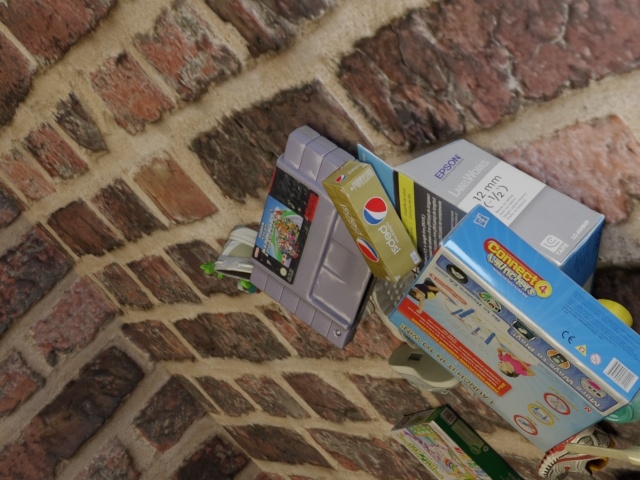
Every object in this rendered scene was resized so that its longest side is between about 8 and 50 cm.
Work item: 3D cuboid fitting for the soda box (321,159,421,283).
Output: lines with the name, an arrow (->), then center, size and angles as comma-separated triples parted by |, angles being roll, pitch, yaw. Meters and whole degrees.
soda box -> 0.075, -0.027, 1.656 | 0.061, 0.058, 0.181 | 18, 143, 57

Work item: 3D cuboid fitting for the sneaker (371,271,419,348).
sneaker -> 0.123, 0.097, 2.040 | 0.095, 0.090, 0.235 | 34, 156, 48

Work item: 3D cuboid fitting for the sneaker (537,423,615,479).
sneaker -> 0.444, 0.379, 1.981 | 0.093, 0.088, 0.225 | 36, 157, 14

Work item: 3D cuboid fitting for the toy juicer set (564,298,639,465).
toy juicer set -> 0.479, 0.230, 1.682 | 0.209, 0.089, 0.329 | 18, 140, 23

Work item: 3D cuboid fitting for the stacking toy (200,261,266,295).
stacking toy -> -0.115, 0.094, 2.330 | 0.221, 0.052, 0.167 | 15, 178, -38

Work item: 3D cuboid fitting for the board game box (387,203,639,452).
board game box -> 0.265, 0.131, 1.559 | 0.308, 0.086, 0.302 | 41, 157, 7

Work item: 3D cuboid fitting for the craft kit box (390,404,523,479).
craft kit box -> 0.292, 0.464, 2.430 | 0.250, 0.061, 0.246 | 45, 160, -2

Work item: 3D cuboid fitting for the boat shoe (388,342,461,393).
boat shoe -> 0.217, 0.248, 2.161 | 0.081, 0.079, 0.227 | 43, 164, -23

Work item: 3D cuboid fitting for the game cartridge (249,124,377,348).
game cartridge -> 0.000, 0.000, 1.941 | 0.230, 0.068, 0.355 | 32, 133, 16

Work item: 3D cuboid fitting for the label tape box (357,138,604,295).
label tape box -> 0.224, -0.012, 1.642 | 0.348, 0.115, 0.249 | 35, 156, 28

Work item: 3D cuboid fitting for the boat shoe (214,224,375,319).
boat shoe -> -0.047, 0.079, 2.149 | 0.320, 0.103, 0.118 | 27, 167, 14
